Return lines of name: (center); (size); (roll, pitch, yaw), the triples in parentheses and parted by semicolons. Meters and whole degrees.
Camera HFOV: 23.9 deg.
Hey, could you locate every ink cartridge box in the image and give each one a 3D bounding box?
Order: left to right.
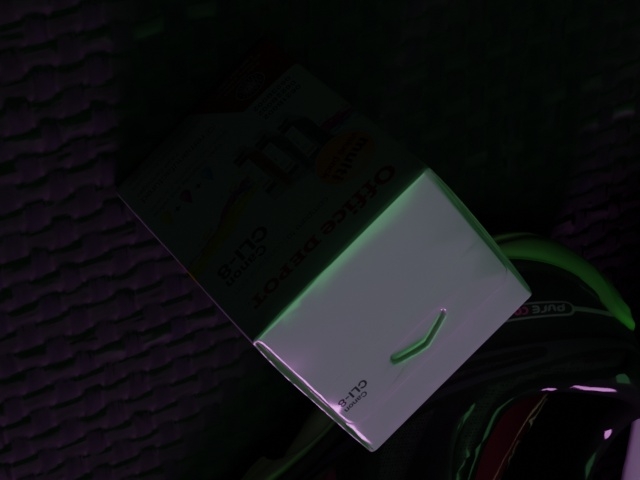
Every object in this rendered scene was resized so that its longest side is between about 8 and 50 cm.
ink cartridge box: (0.000, 0.000, 0.834); (0.128, 0.176, 0.127); (-46, 133, -2)

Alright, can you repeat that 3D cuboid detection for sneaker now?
sneaker: (0.046, 0.221, 0.989); (0.185, 0.202, 0.483); (22, 104, -40)

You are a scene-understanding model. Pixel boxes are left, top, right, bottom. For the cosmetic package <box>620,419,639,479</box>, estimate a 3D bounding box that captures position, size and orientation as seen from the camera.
cosmetic package: (0.315, 0.187, 1.120); (0.230, 0.161, 0.453); (-47, 147, -53)
